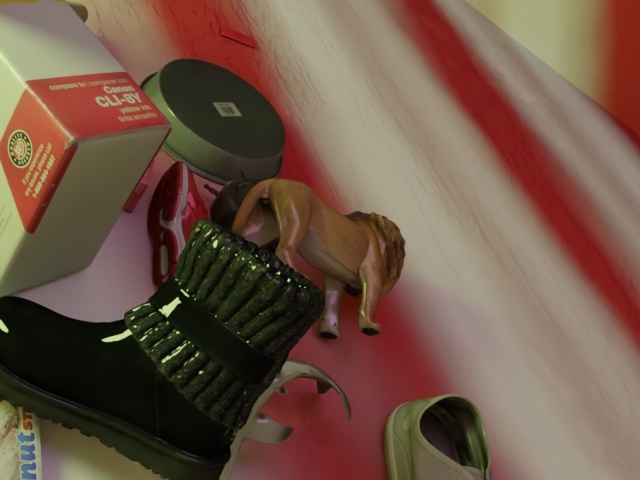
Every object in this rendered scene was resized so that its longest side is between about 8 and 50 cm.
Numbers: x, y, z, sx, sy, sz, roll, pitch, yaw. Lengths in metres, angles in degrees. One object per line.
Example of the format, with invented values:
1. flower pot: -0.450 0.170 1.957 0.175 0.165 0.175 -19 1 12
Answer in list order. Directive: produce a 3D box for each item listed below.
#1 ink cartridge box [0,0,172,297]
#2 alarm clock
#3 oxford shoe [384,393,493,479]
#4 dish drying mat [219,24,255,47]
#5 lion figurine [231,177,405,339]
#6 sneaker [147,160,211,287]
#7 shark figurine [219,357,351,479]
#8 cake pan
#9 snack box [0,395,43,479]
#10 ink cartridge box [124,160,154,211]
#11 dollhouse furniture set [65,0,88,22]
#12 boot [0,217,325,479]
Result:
1. ink cartridge box: -0.401 -0.169 1.006 0.385 0.279 0.160 49 36 13
2. alarm clock: -0.098 -0.027 1.327 0.129 0.064 0.192 -10 61 -48
3. oxford shoe: 0.184 0.386 1.067 0.169 0.130 0.449 21 40 -28
4. dish drying mat: -0.177 -0.433 1.754 0.083 0.008 0.032 16 42 -32
5. lion figurine: 0.000 0.000 1.250 0.392 0.142 0.240 40 48 -43
6. sneaker: -0.182 -0.008 1.224 0.128 0.087 0.221 24 49 -35
7. shark figurine: -0.086 0.197 1.058 0.278 0.116 0.166 -25 103 -45
8. cake pan: -0.182 -0.218 1.467 0.293 0.054 0.293 25 37 -21
9. snack box: -0.327 0.221 0.864 0.064 0.022 0.178 14 42 -35
10. ink cartridge box: -0.346 -0.136 1.208 0.198 0.067 0.115 24 38 -21
11. dollhouse furniture set: -0.413 -0.410 1.299 0.161 0.242 0.212 0 51 -43
12. boot: -0.194 0.081 0.898 0.348 0.260 0.131 27 10 0
